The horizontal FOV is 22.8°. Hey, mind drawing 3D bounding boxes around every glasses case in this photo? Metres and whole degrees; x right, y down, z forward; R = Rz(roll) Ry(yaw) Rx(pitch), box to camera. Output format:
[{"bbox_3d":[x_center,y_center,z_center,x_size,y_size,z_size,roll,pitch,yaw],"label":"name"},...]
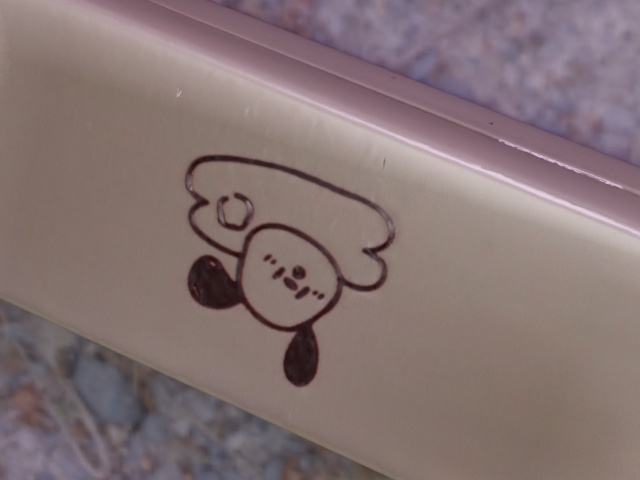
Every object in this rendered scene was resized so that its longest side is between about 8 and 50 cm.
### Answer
[{"bbox_3d":[0.000,0.000,0.603,0.313,0.070,0.131,23,113,14],"label":"glasses case"}]
